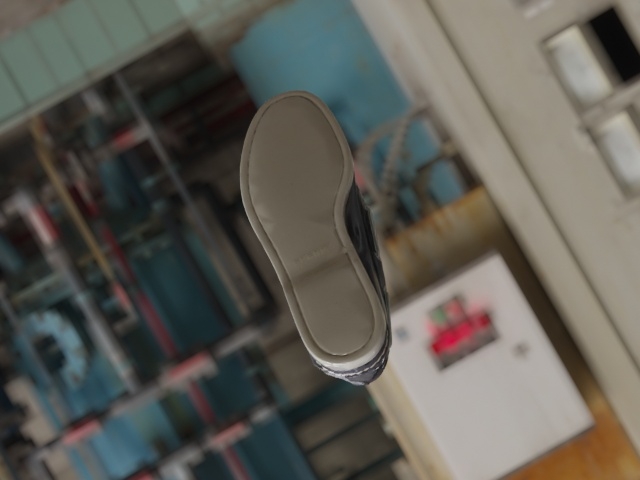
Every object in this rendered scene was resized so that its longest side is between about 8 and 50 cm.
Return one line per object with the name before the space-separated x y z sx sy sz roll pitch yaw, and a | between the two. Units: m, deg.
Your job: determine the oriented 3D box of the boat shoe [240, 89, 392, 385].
boat shoe | 0.000 0.000 1.276 0.075 0.206 0.065 -19 150 6
